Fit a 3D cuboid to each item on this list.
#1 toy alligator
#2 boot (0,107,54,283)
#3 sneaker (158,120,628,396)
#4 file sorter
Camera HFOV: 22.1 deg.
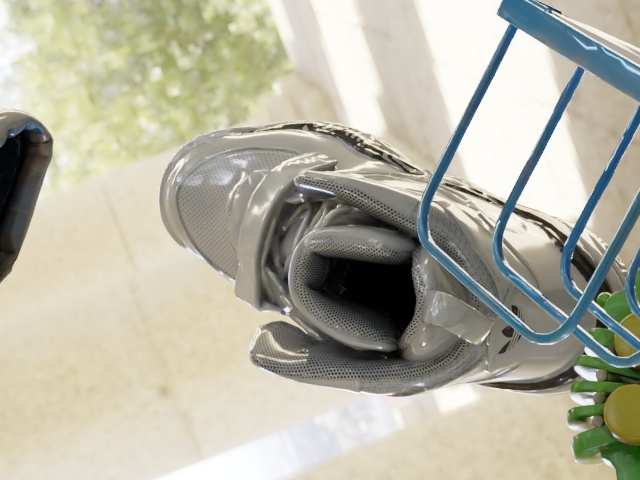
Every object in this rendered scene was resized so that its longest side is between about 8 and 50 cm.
[{"bbox_3d":[0.154,0.050,0.814,0.056,0.051,0.189,53,-135,-60],"label":"toy alligator"},{"bbox_3d":[-0.239,0.022,0.838,0.258,0.123,0.095,-64,-34,-27],"label":"boot"},{"bbox_3d":[0.000,0.000,1.032,0.366,0.210,0.137,20,99,33],"label":"sneaker"},{"bbox_3d":[0.141,-0.007,0.632,0.104,0.170,0.118,-64,35,14],"label":"file sorter"}]
